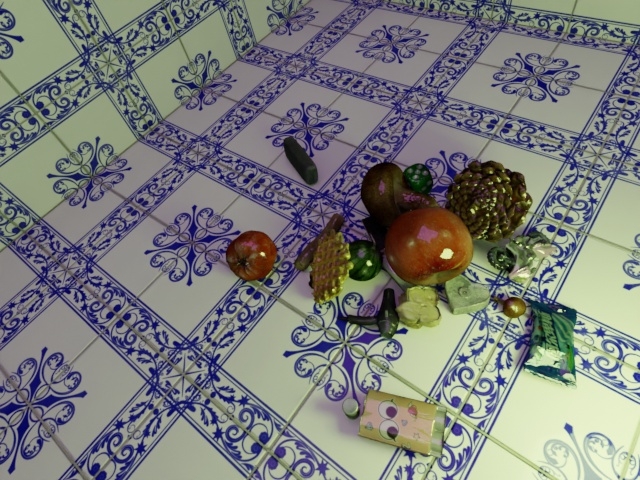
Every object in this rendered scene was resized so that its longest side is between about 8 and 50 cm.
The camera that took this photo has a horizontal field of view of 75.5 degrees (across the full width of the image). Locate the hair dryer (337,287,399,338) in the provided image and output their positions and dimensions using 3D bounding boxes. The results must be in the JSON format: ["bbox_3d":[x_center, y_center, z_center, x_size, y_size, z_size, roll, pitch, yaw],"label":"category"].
[{"bbox_3d":[0.196,0.304,1.755,0.271,0.091,0.236,-3,45,14],"label":"hair dryer"}]

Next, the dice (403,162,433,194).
[{"bbox_3d":[0.487,-0.300,2.088,0.120,0.128,0.131,-25,54,-5],"label":"dice"}]

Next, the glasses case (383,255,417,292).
[{"bbox_3d":[0.350,0.146,1.835,0.076,0.049,0.197,-35,67,-6],"label":"glasses case"}]

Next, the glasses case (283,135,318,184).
[{"bbox_3d":[-0.114,-0.449,2.318,0.074,0.131,0.323,-25,54,-13],"label":"glasses case"}]

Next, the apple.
[{"bbox_3d":[0.439,0.025,1.693,0.348,0.349,0.277,-16,63,0],"label":"apple"}]

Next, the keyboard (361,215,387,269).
[{"bbox_3d":[0.294,-0.003,1.981,0.106,0.027,0.317,-20,53,-2],"label":"keyboard"}]

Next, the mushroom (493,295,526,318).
[{"bbox_3d":[0.758,0.263,1.669,0.129,0.072,0.088,21,104,31],"label":"mushroom"}]

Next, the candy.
[{"bbox_3d":[0.869,0.377,1.561,0.186,0.077,0.331,14,57,18],"label":"candy"}]

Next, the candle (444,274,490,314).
[{"bbox_3d":[0.595,0.235,1.724,0.192,0.068,0.168,26,64,31],"label":"candle"}]

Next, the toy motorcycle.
[{"bbox_3d":[0.866,0.073,1.748,0.326,0.143,0.188,-19,61,-20],"label":"toy motorcycle"}]

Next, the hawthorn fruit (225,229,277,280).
[{"bbox_3d":[-0.312,0.055,1.971,0.241,0.242,0.272,9,27,18],"label":"hawthorn fruit"}]

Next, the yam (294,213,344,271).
[{"bbox_3d":[0.000,0.000,2.008,0.081,0.081,0.357,26,64,27],"label":"yam"}]

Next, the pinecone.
[{"bbox_3d":[0.755,-0.177,1.810,0.383,0.385,0.385,-6,54,8],"label":"pinecone"}]

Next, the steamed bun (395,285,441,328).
[{"bbox_3d":[0.400,0.285,1.708,0.192,0.106,0.178,-3,50,-1],"label":"steamed bun"}]

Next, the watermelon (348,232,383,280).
[{"bbox_3d":[0.191,0.082,1.827,0.187,0.214,0.188,25,43,-25],"label":"watermelon"}]

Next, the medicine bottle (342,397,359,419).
[{"bbox_3d":[0.114,0.624,1.531,0.058,0.091,0.058,-6,54,8],"label":"medicine bottle"}]

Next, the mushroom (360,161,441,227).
[{"bbox_3d":[0.356,-0.202,1.904,0.330,0.335,0.356,-18,10,-39],"label":"mushroom"}]

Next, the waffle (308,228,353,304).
[{"bbox_3d":[0.034,0.114,1.829,0.060,0.307,0.312,18,34,-30],"label":"waffle"}]

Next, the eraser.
[{"bbox_3d":[0.294,0.650,1.478,0.290,0.087,0.171,8,58,18],"label":"eraser"}]
